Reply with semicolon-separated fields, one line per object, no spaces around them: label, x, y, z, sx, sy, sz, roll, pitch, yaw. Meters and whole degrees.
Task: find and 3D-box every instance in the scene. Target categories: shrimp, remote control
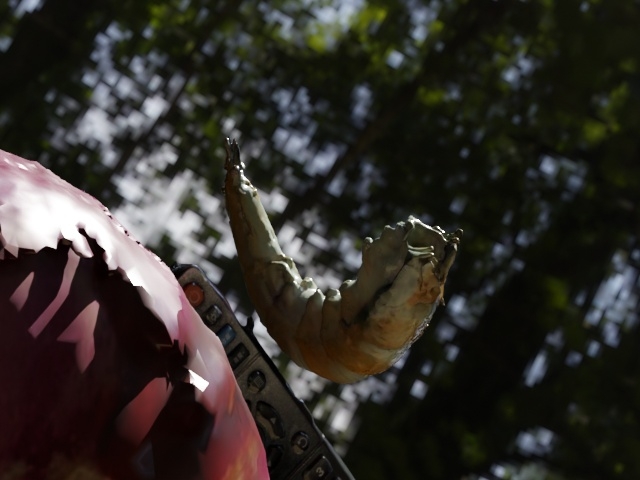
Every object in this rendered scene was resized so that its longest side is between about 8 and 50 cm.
shrimp;0.005;0.034;1.738;0.287;0.068;0.185;29;-62;42
remote control;-0.058;0.197;1.750;0.062;0.144;0.399;5;-46;56

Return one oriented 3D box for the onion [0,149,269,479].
onion;-0.212;0.121;0.754;0.345;0.358;0.358;19;-25;34
